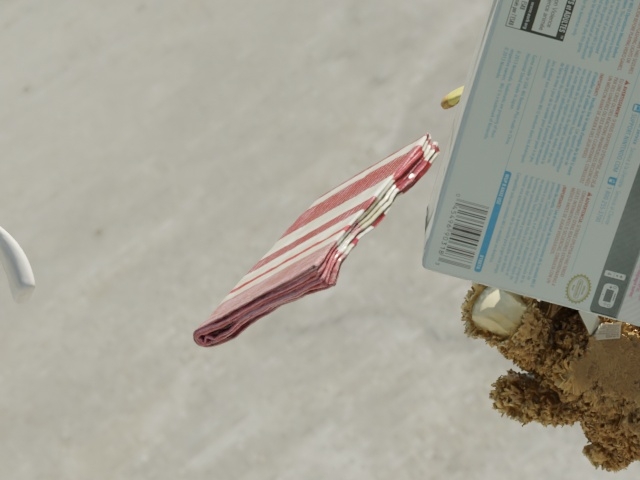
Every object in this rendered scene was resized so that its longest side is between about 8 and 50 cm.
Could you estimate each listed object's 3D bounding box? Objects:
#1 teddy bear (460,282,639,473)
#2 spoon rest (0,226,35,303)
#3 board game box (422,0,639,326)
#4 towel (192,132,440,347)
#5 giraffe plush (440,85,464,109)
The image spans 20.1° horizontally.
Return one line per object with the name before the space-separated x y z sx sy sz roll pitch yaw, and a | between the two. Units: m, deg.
teddy bear | 0.290 0.113 2.008 0.113 0.338 0.245 26 90 59
spoon rest | -0.375 0.025 1.455 0.276 0.084 0.137 -6 -14 -20
board game box | 0.235 -0.060 1.059 0.097 0.303 0.224 -74 0 -66
towel | 0.000 0.000 2.212 0.237 0.037 0.329 -28 14 42
giraffe plush | 0.246 -0.102 1.966 0.181 0.210 0.170 -30 66 11
